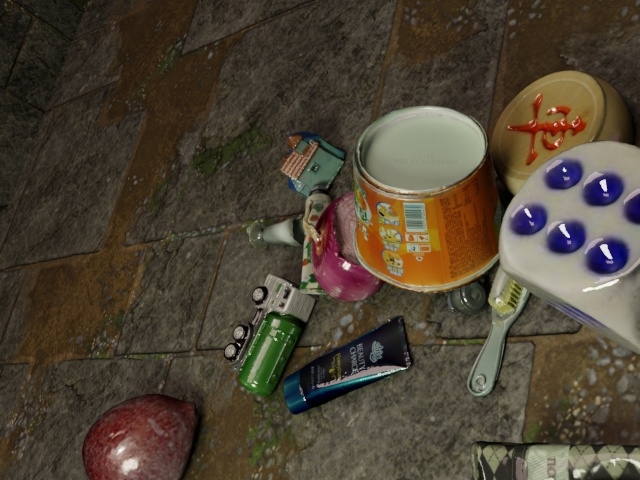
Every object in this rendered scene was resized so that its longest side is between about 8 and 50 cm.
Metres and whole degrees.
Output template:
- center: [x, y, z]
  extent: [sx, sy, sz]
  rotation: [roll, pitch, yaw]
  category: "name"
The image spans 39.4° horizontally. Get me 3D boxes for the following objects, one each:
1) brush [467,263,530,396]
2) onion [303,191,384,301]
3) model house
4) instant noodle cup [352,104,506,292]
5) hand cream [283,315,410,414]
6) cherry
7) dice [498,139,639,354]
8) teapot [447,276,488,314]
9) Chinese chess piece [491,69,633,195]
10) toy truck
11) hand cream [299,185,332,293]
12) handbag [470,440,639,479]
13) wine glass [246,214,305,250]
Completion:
- center: [0.304, 0.119, 1.516]
  extent: [0.068, 0.060, 0.296]
  rotation: [7, 70, 46]
  category: "brush"
- center: [0.059, 0.023, 1.755]
  extent: [0.200, 0.201, 0.207]
  rotation: [-42, 62, 18]
  category: "onion"
- center: [-0.042, -0.188, 2.016]
  extent: [0.148, 0.149, 0.119]
  rotation: [-56, 38, -1]
  category: "model house"
- center: [0.186, -0.084, 1.562]
  extent: [0.296, 0.214, 0.296]
  rotation: [-6, 47, 7]
  category: "instant noodle cup"
- center: [0.051, 0.247, 1.711]
  extent: [0.271, 0.061, 0.120]
  rotation: [-28, 42, 21]
  category: "hand cream"
- center: [-0.387, 0.448, 1.917]
  extent: [0.300, 0.203, 0.230]
  rotation: [-44, 37, -6]
  category: "cherry"
- center: [0.437, 0.012, 1.295]
  extent: [0.243, 0.251, 0.259]
  rotation: [-57, 39, 3]
  category: "dice"
- center: [0.261, 0.095, 1.585]
  extent: [0.057, 0.066, 0.088]
  rotation: [-30, 21, 54]
  category: "teapot"
- center: [0.418, -0.179, 1.566]
  extent: [0.251, 0.097, 0.250]
  rotation: [-27, 47, 33]
  category: "Chinese chess piece"
- center: [-0.103, 0.199, 1.863]
  extent: [0.125, 0.101, 0.242]
  rotation: [18, 82, 46]
  category: "toy truck"
- center: [0.000, 0.000, 1.909]
  extent: [0.059, 0.095, 0.276]
  rotation: [97, 172, -52]
  category: "hand cream"
- center: [0.394, 0.422, 1.149]
  extent: [0.416, 0.180, 0.316]
  rotation: [-9, 67, 38]
  category: "handbag"
- center: [-0.092, -0.017, 2.016]
  extent: [0.155, 0.072, 0.072]
  rotation: [-7, 60, 45]
  category: "wine glass"
